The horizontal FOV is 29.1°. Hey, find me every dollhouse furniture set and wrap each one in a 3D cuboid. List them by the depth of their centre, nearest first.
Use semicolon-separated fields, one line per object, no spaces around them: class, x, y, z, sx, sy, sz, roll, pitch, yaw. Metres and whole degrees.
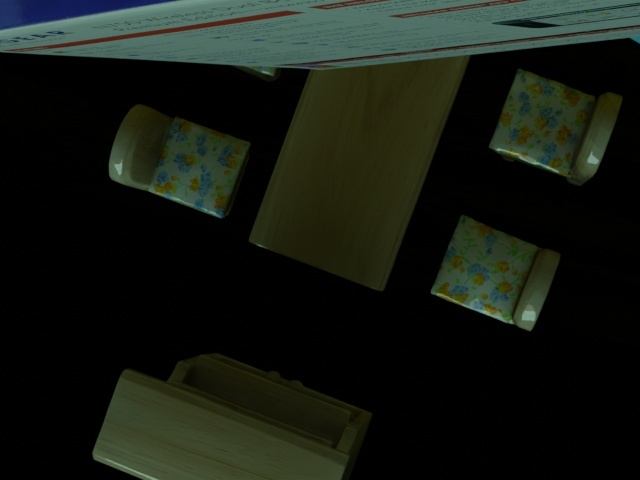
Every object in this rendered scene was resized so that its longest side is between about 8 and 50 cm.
dollhouse furniture set;0.000;0.000;0.964;0.362;0.394;0.256;20;-179;8

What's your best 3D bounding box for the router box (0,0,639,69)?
router box;0.027;-0.137;0.572;0.335;0.082;0.301;1;-175;39

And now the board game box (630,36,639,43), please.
board game box;0.278;-0.125;0.724;0.210;0.047;0.160;23;171;-24
